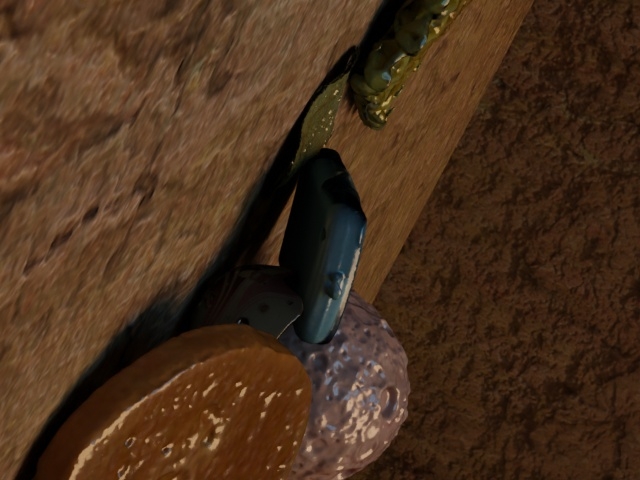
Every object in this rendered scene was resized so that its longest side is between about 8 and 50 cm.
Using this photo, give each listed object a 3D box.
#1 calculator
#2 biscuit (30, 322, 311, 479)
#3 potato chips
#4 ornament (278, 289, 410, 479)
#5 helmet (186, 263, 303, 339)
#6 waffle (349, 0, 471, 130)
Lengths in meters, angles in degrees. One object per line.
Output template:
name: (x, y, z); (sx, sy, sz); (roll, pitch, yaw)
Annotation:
calculator: (0.000, 0.000, 1.683); (0.293, 0.051, 0.173); (-107, -148, -68)
biscuit: (-0.158, 0.251, 1.447); (0.385, 0.062, 0.365); (-6, 118, -56)
potato chips: (-0.004, -0.130, 1.665); (0.209, 0.026, 0.142); (-62, 170, -3)
ornament: (-0.023, 0.172, 1.811); (0.225, 0.259, 0.259); (7, 114, -59)
helmet: (-0.093, 0.095, 1.621); (0.177, 0.107, 0.153); (-106, -146, -72)
waffle: (0.129, -0.273, 1.833); (0.297, 0.073, 0.317); (-54, 179, -6)
